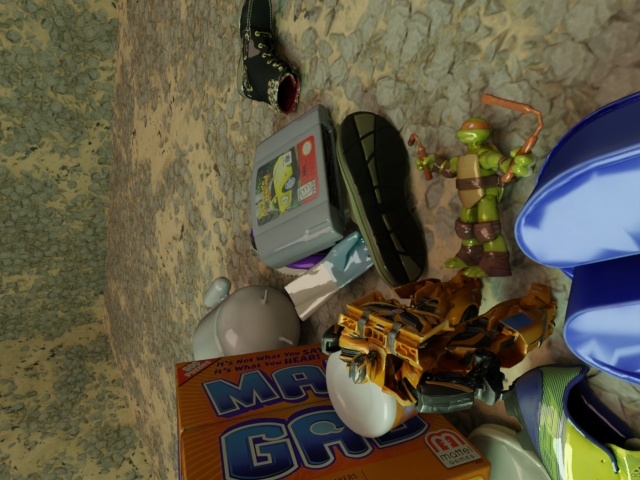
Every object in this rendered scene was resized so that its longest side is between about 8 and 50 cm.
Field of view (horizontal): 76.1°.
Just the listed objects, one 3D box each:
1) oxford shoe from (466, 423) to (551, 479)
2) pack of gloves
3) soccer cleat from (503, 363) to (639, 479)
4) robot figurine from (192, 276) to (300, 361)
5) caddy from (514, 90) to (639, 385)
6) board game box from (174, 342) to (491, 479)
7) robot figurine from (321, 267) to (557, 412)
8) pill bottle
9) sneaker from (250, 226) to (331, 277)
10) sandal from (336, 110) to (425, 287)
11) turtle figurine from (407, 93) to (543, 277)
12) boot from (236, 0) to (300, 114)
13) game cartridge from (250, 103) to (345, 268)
[{"bbox_3d":[0.266,0.478,0.527,0.169,0.130,0.450,-13,84,54],"label":"oxford shoe"},{"bbox_3d":[0.000,0.000,0.756,0.232,0.046,0.195,-40,60,12],"label":"pack of gloves"},{"bbox_3d":[0.323,0.279,0.452,0.121,0.093,0.289,-40,66,39],"label":"soccer cleat"},{"bbox_3d":[-0.180,0.228,0.983,0.300,0.199,0.353,53,138,-1],"label":"robot figurine"},{"bbox_3d":[0.337,-0.018,0.322,0.341,0.179,0.241,-18,106,51],"label":"caddy"},{"bbox_3d":[-0.026,0.408,0.629,0.356,0.355,0.357,-148,58,-64],"label":"board game box"},{"bbox_3d":[0.144,0.100,0.485,0.211,0.290,0.085,15,107,49],"label":"robot figurine"},{"bbox_3d":[0.123,0.180,0.583,0.121,0.216,0.121,12,106,49],"label":"pill bottle"},{"bbox_3d":[-0.069,-0.016,0.884,0.293,0.102,0.146,18,109,49],"label":"sneaker"},{"bbox_3d":[0.086,-0.068,0.678,0.086,0.120,0.303,-21,80,65],"label":"sandal"},{"bbox_3d":[0.203,-0.069,0.550,0.269,0.087,0.218,-158,62,-70],"label":"turtle figurine"},{"bbox_3d":[-0.106,-0.404,0.883,0.178,0.085,0.237,40,132,38],"label":"boot"},{"bbox_3d":[-0.054,-0.103,0.791,0.196,0.060,0.295,-27,56,35],"label":"game cartridge"}]
